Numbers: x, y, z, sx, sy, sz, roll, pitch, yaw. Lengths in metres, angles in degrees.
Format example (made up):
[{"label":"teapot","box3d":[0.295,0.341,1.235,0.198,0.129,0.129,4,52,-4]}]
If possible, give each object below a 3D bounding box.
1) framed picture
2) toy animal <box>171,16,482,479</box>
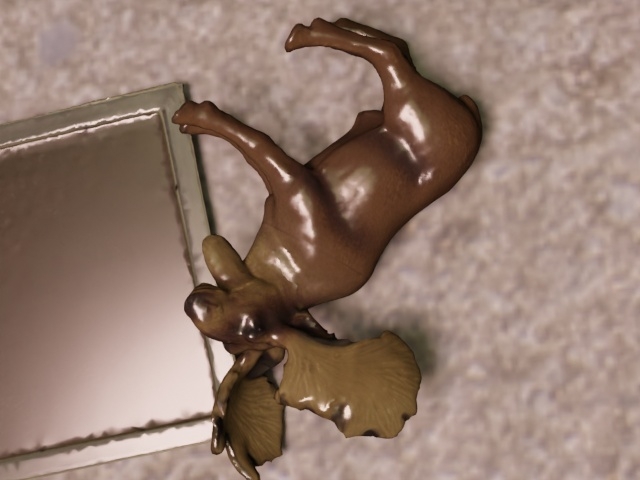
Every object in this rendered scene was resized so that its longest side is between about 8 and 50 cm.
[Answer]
[{"label":"framed picture","box3d":[-0.177,0.035,0.579,0.252,0.014,0.197,-12,86,5]},{"label":"toy animal","box3d":[0.000,0.000,0.527,0.214,0.094,0.186,-38,92,-6]}]
